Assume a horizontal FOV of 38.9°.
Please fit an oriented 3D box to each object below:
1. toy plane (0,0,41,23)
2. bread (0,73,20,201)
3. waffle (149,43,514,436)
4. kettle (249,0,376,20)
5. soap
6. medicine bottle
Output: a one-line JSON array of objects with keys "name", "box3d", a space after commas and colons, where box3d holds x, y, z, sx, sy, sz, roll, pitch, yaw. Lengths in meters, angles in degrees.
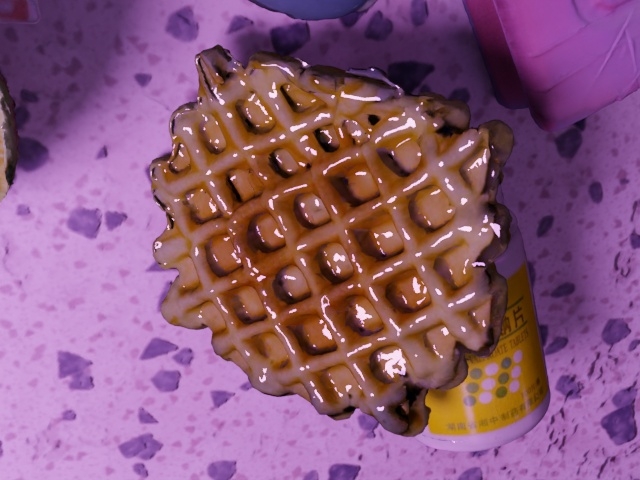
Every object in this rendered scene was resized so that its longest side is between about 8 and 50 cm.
[{"name": "toy plane", "box3d": [-0.265, -0.240, 0.591, 0.252, 0.118, 0.252, -6, 111, -15]}, {"name": "bread", "box3d": [-0.322, -0.114, 0.583, 0.301, 0.045, 0.301, 14, 141, 12]}, {"name": "waffle", "box3d": [0.000, 0.000, 0.720, 0.317, 0.073, 0.297, 21, 115, 22]}, {"name": "kettle", "box3d": [-0.048, -0.300, 0.541, 0.342, 0.247, 0.320, 28, 67, -36]}, {"name": "soap", "box3d": [0.192, -0.274, 0.713, 0.192, 0.109, 0.324, -28, 116, -3]}, {"name": "medicine bottle", "box3d": [0.115, 0.044, 0.803, 0.143, 0.143, 0.258, -18, 108, -8]}]
